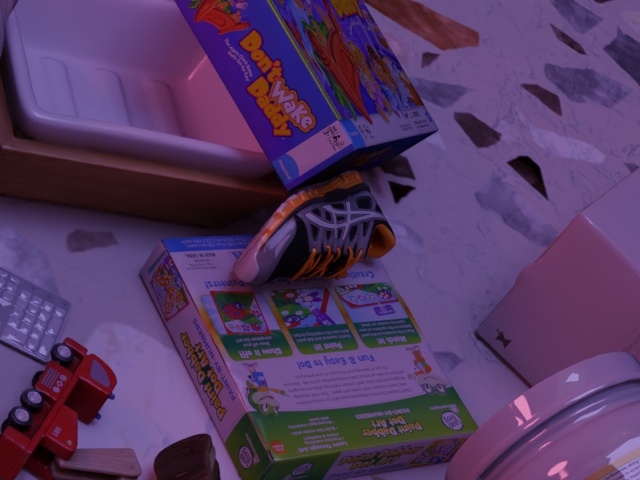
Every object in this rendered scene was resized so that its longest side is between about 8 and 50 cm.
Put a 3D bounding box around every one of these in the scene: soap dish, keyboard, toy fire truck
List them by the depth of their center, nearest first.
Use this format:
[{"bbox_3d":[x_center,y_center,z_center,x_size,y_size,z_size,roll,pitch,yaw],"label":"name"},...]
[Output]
[{"bbox_3d":[-0.192,0.174,1.534,0.135,0.047,0.192,34,37,-5],"label":"toy fire truck"},{"bbox_3d":[-0.332,0.022,1.611,0.256,0.014,0.072,28,38,-12],"label":"keyboard"},{"bbox_3d":[-0.192,-0.129,1.794,0.290,0.118,0.229,9,45,-31],"label":"soap dish"}]

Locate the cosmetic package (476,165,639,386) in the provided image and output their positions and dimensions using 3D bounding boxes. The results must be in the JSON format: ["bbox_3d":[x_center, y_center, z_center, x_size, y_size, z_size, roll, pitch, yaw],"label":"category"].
[{"bbox_3d":[0.343,0.020,2.000,0.155,0.197,0.365,45,40,9],"label":"cosmetic package"}]

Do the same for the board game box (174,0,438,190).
[{"bbox_3d":[-0.011,-0.179,1.872,0.233,0.078,0.347,59,17,3],"label":"board game box"}]

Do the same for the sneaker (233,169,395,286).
[{"bbox_3d":[0.000,0.000,1.758,0.083,0.084,0.215,49,38,8],"label":"sneaker"}]

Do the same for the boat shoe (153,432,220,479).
[{"bbox_3d":[-0.103,0.214,1.519,0.178,0.064,0.060,-81,149,-72],"label":"boat shoe"}]

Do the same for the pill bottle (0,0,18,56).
[{"bbox_3d":[-0.389,-0.140,1.532,0.224,0.224,0.392,30,44,-9],"label":"pill bottle"}]

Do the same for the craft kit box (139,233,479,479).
[{"bbox_3d":[-0.009,0.102,1.752,0.250,0.061,0.247,-2,50,-40],"label":"craft kit box"}]

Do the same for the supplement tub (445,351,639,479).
[{"bbox_3d":[0.277,0.286,1.630,0.241,0.241,0.331,-8,56,-43],"label":"supplement tub"}]
